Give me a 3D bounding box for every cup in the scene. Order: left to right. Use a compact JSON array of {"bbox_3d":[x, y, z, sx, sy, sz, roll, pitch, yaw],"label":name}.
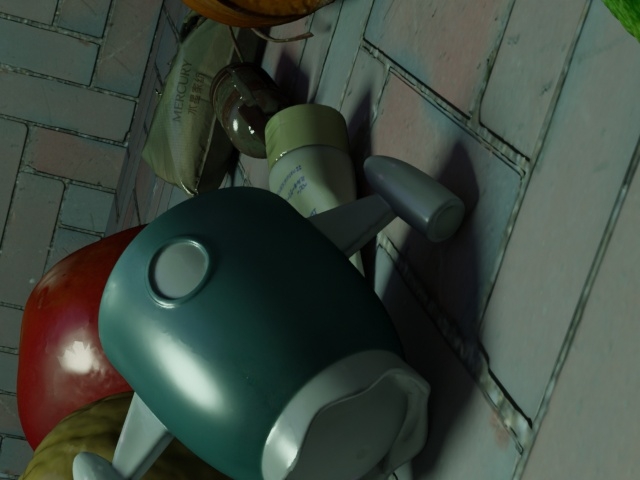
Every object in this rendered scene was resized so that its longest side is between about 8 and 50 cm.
[{"bbox_3d":[-0.025,0.076,0.770,0.299,0.167,0.173,-46,51,-2],"label":"cup"}]

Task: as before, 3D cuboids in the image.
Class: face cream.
[{"bbox_3d":[0.000,0.000,0.995,0.114,0.070,0.224,123,146,-53],"label":"face cream"}]

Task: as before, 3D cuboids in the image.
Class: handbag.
[{"bbox_3d":[-0.150,-0.181,1.573,0.182,0.117,0.270,18,94,62],"label":"handbag"}]

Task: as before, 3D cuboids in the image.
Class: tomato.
[{"bbox_3d":[-0.169,0.110,1.183,0.298,0.226,0.298,-167,90,-71],"label":"tomato"}]

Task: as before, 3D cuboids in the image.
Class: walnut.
[{"bbox_3d":[-0.116,0.208,0.914,0.228,0.228,0.228,-167,90,-75],"label":"walnut"}]

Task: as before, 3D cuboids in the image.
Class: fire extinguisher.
[{"bbox_3d":[-0.078,-0.134,1.286,0.075,0.106,0.252,-56,18,10],"label":"fire extinguisher"}]

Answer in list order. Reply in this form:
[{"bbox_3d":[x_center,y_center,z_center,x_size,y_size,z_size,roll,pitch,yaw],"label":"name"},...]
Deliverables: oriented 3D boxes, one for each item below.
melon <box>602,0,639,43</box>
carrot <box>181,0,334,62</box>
[{"bbox_3d":[0.149,-0.197,0.485,0.196,0.124,0.323,117,163,-64],"label":"melon"},{"bbox_3d":[-0.061,-0.296,1.206,0.193,0.214,0.331,-47,19,-4],"label":"carrot"}]
